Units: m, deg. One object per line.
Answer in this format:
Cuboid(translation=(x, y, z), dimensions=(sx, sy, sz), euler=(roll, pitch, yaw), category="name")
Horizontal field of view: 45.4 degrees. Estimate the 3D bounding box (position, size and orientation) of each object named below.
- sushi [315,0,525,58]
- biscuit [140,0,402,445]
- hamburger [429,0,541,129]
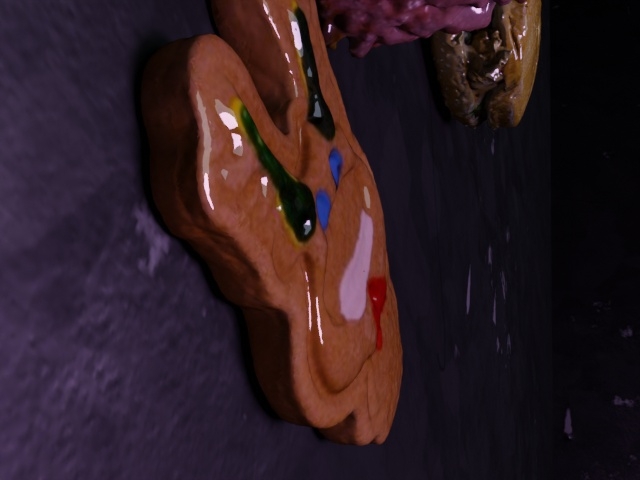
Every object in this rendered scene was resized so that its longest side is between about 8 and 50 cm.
Cuboid(translation=(0.055, -0.267, 0.479), dimensions=(0.270, 0.170, 0.237), euler=(43, 47, -54), category="sushi")
Cuboid(translation=(0.000, 0.000, 0.462), dimensions=(0.202, 0.047, 0.334), euler=(-72, 150, -45), category="biscuit")
Cuboid(translation=(0.200, -0.230, 0.919), dimensions=(0.215, 0.122, 0.190), euler=(40, 56, -67), category="hamburger")
